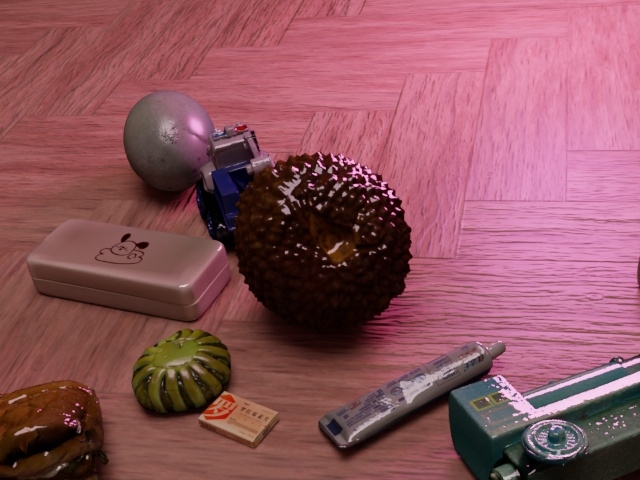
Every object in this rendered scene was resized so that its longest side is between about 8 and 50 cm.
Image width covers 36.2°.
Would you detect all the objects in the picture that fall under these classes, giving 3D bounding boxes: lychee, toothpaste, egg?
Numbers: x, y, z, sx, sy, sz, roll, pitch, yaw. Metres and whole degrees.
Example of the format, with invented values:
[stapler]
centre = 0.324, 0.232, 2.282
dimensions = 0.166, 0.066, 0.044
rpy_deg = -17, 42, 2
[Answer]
[lychee]
centre = 0.000, 0.000, 1.410
dimensions = 0.267, 0.268, 0.267
rpy_deg = -6, 34, 4
[toothpaste]
centre = 0.126, 0.192, 1.265
dimensions = 0.268, 0.047, 0.069
rpy_deg = -24, 56, -17
[egg]
centre = -0.274, -0.182, 1.791
dimensions = 0.169, 0.169, 0.236
rpy_deg = -16, 37, -10

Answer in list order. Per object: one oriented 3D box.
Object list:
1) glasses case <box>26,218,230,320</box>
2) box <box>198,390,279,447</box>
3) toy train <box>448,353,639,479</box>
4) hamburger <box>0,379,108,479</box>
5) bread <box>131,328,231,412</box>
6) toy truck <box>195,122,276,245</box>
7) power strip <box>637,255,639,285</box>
[glasses case]
centre = -0.306, 0.043, 1.558
dimensions = 0.312, 0.070, 0.131
rpy_deg = 9, 38, 23
[box]
centre = -0.107, 0.234, 1.284
dimensions = 0.093, 0.015, 0.058
rpy_deg = 16, 43, 31
[toy train]
centre = 0.309, 0.211, 1.137
dimensions = 0.298, 0.120, 0.194
rpy_deg = -16, 27, -15
[hamburger]
centre = -0.363, 0.248, 1.224
dimensions = 0.183, 0.130, 0.206
rpy_deg = -15, 32, -13
[bread]
centre = -0.191, 0.175, 1.342
dimensions = 0.139, 0.071, 0.130
rpy_deg = -13, 39, -6
[toy truck]
centre = -0.129, -0.101, 1.635
dimensions = 0.161, 0.177, 0.213
rpy_deg = -17, 36, -10
[power strip]
centre = 0.557, -0.021, 1.474
dimensions = 0.093, 0.053, 0.288
rpy_deg = 12, 40, 28
